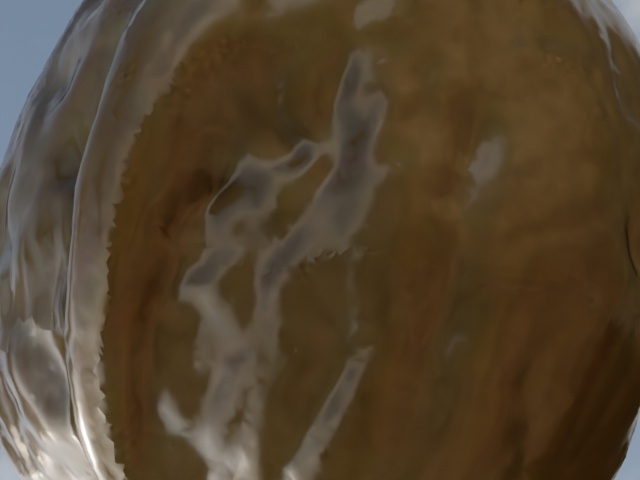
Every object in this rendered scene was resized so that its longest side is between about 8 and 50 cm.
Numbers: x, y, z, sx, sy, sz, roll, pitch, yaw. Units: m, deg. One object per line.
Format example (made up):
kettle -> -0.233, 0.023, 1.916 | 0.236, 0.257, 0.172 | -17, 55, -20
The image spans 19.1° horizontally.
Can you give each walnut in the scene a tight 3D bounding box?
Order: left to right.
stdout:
walnut -> 0.000, 0.000, 0.409 | 0.149, 0.166, 0.166 | 32, -95, -55
